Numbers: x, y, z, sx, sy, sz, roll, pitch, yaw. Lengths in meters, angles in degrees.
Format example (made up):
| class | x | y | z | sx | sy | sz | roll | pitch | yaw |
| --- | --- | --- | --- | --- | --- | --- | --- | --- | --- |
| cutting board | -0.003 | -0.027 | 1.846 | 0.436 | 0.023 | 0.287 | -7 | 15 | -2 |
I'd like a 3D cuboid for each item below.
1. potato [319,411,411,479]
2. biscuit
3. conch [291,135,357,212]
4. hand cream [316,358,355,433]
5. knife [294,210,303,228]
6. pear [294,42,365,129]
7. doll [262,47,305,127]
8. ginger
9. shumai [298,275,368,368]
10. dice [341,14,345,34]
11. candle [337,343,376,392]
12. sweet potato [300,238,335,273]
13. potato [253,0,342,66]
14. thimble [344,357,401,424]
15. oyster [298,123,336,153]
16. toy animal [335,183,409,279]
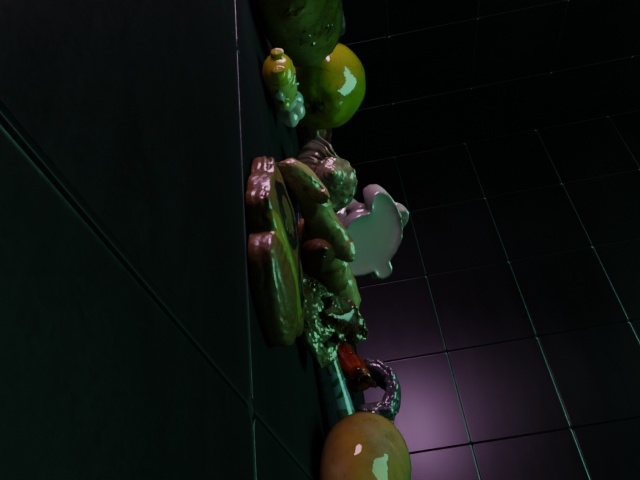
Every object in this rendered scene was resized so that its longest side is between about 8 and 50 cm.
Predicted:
| class | x | y | z | sx | sy | sz | roll | pitch | yaw |
| --- | --- | --- | --- | --- | --- | --- | --- | --- | --- |
| potato | 0.063 | 0.335 | 0.792 | 0.150 | 0.146 | 0.234 | 49 | 5 | 1 |
| biscuit | -0.046 | 0.012 | 0.672 | 0.290 | 0.041 | 0.208 | -93 | 173 | -62 |
| conch | 0.000 | -0.127 | 1.104 | 0.207 | 0.130 | 0.155 | 156 | -63 | -79 |
| hand cream | 0.014 | 0.236 | 0.967 | 0.088 | 0.055 | 0.255 | 68 | 5 | -70 |
| knife | -0.041 | -0.012 | 1.019 | 0.031 | 0.018 | 0.121 | 73 | 9 | -46 |
| pear | 0.008 | -0.378 | 1.333 | 0.269 | 0.213 | 0.212 | -72 | 155 | -54 |
| doll | -0.067 | -0.280 | 1.014 | 0.162 | 0.062 | 0.106 | 74 | 11 | -67 |
| ginger | 0.000 | 0.000 | 0.877 | 0.148 | 0.081 | 0.333 | 52 | -18 | 39 |
| shumai | 0.004 | 0.115 | 0.849 | 0.139 | 0.105 | 0.123 | 52 | -7 | 29 |
| dice | -0.041 | -0.575 | 1.321 | 0.183 | 0.182 | 0.182 | -63 | 143 | -81 |
| candle | 0.054 | 0.239 | 1.111 | 0.051 | 0.048 | 0.329 | 48 | -2 | -10 |
| sweet potato | -0.001 | 0.019 | 0.745 | 0.117 | 0.049 | 0.049 | 132 | -51 | -78 |
| potato | -0.044 | -0.476 | 1.076 | 0.307 | 0.173 | 0.210 | 68 | 10 | -61 |
| thimble | 0.096 | 0.327 | 1.149 | 0.097 | 0.150 | 0.150 | 80 | 2 | -51 |
| oyster | 0.005 | -0.290 | 1.646 | 0.197 | 0.133 | 0.336 | 78 | 6 | -58 |
| toy animal | 0.067 | -0.007 | 1.334 | 0.206 | 0.272 | 0.265 | 51 | -12 | -16 |
